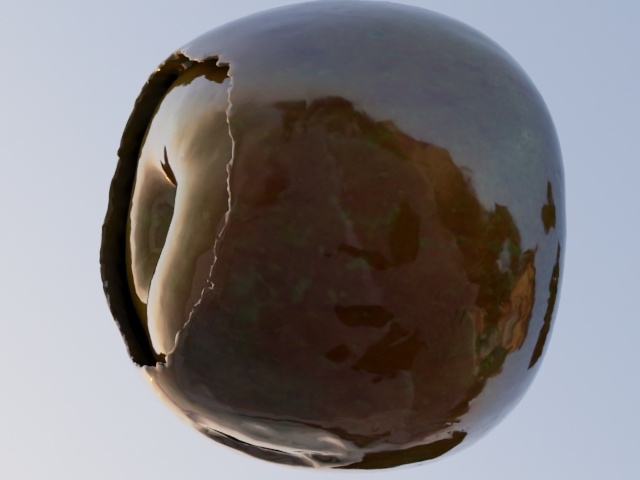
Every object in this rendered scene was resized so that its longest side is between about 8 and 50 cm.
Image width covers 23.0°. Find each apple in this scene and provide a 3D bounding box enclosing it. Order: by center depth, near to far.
[{"bbox_3d":[0.000,0.000,0.728,0.208,0.237,0.237,1,-55,-5],"label":"apple"}]
